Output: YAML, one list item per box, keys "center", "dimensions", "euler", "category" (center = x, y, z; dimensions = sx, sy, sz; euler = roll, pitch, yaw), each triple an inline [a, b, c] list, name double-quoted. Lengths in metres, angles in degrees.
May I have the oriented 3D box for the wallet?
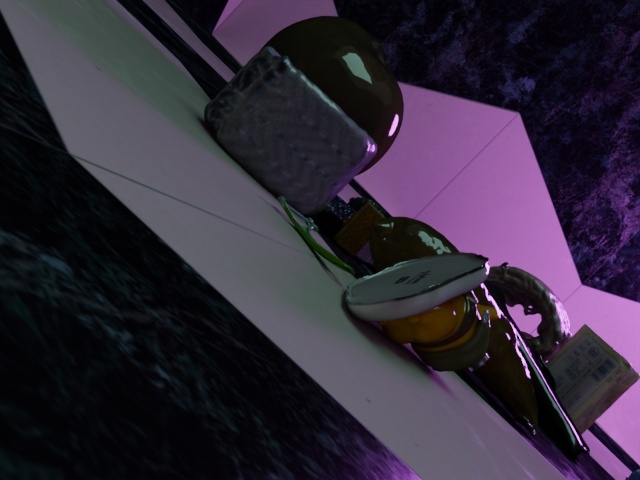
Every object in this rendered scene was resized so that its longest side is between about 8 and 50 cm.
- center: [0.405, 0.247, 1.667]
  dimensions: [0.377, 0.051, 0.197]
  euler: [63, 14, 23]
  category: "wallet"

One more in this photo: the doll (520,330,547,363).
- center: [0.489, 0.292, 2.014]
  dimensions: [0.188, 0.096, 0.145]
  euler: [53, 9, -19]
  category: "doll"

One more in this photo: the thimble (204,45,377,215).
- center: [-0.046, -0.160, 1.295]
  dimensions: [0.245, 0.157, 0.217]
  euler: [39, 6, -46]
  category: "thimble"

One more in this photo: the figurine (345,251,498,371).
- center: [0.122, 0.105, 1.022]
  dimensions: [0.250, 0.167, 0.141]
  euler: [-20, 101, -56]
  category: "figurine"

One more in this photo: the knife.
- center: [-0.002, 0.002, 1.113]
  dimensions: [0.078, 0.022, 0.166]
  euler: [30, 13, -40]
  category: "knife"

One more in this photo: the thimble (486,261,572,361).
- center: [0.413, 0.164, 1.864]
  dimensions: [0.229, 0.196, 0.148]
  euler: [49, 12, 25]
  category: "thimble"

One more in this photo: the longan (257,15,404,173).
- center: [0.007, -0.263, 1.615]
  dimensions: [0.319, 0.319, 0.319]
  euler: [44, 7, -7]
  category: "longan"

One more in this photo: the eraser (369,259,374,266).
- center: [0.127, 0.027, 1.552]
  dimensions: [0.210, 0.068, 0.124]
  euler: [38, 9, -50]
  category: "eraser"

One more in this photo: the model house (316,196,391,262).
- center: [0.052, -0.034, 1.381]
  dimensions: [0.101, 0.088, 0.100]
  euler: [44, 4, 30]
  category: "model house"

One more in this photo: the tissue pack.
- center: [0.532, 0.293, 1.781]
  dimensions: [0.092, 0.196, 0.148]
  euler: [41, 6, -44]
  category: "tissue pack"

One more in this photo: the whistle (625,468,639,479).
- center: [0.745, 0.598, 1.789]
  dimensions: [0.062, 0.062, 0.304]
  euler: [40, 8, -35]
  category: "whistle"

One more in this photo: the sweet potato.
- center: [0.208, 0.117, 1.298]
  dimensions: [0.422, 0.130, 0.130]
  euler: [51, 5, -18]
  category: "sweet potato"

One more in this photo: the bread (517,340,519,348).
- center: [0.258, 0.148, 1.536]
  dimensions: [0.225, 0.081, 0.134]
  euler: [37, 5, -36]
  category: "bread"
